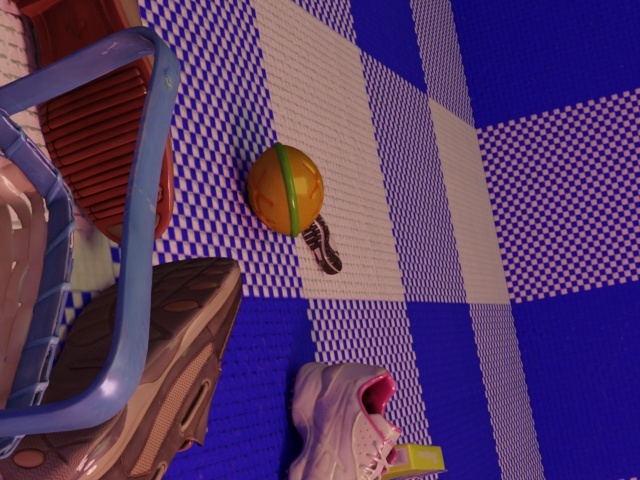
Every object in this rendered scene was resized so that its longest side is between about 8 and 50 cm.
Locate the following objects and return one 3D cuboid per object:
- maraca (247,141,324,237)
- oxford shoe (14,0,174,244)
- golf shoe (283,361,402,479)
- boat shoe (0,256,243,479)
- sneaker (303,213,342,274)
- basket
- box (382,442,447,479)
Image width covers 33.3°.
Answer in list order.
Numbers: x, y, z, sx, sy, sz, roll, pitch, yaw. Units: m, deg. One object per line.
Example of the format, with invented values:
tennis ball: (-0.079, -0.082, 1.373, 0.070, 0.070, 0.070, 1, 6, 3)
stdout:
maraca: (-0.048, -0.064, 1.426, 0.185, 0.099, 0.127, 126, -45, -82)
oxford shoe: (-0.201, -0.169, 1.039, 0.130, 0.123, 0.348, -33, 110, -74)
golf shoe: (0.032, 0.288, 1.356, 0.115, 0.140, 0.306, 51, 34, -53)
boat shoe: (-0.165, 0.136, 0.972, 0.355, 0.132, 0.130, -54, 138, -53)
sneaker: (0.000, 0.000, 1.601, 0.044, 0.040, 0.109, -101, 172, -58)
basket: (-0.217, 0.011, 0.634, 0.201, 0.289, 0.255, 54, 29, -47)
box: (0.113, 0.330, 1.585, 0.178, 0.109, 0.042, 29, 50, -64)
